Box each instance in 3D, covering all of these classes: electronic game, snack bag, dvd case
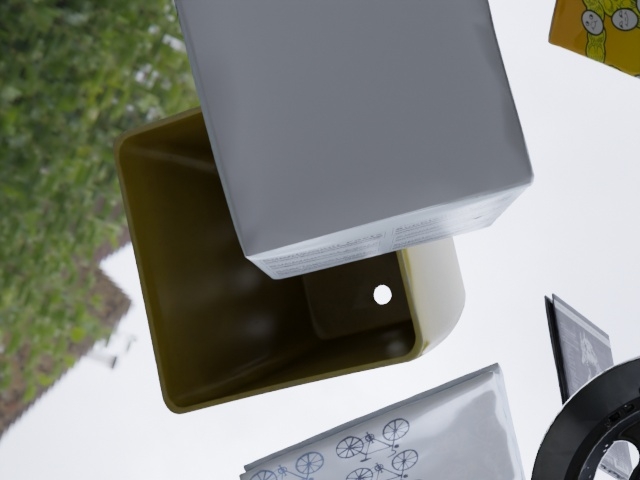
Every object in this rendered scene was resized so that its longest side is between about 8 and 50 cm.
[{"bbox_3d":[0.268,0.190,0.988,0.229,0.229,0.048,-59,180,11],"label":"electronic game"},{"bbox_3d":[0.098,0.333,1.594,0.323,0.343,0.037,-21,-148,-7],"label":"snack bag"},{"bbox_3d":[0.353,0.195,1.780,0.018,0.164,0.221,-23,-127,30],"label":"dvd case"}]

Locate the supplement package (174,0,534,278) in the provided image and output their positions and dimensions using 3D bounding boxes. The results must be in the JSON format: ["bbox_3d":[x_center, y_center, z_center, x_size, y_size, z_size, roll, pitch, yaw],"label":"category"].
[{"bbox_3d":[0.012,-0.091,0.752,0.203,0.149,0.194,73,2,-85],"label":"supplement package"}]

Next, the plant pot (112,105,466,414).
[{"bbox_3d":[0.000,0.000,1.027,0.212,0.187,0.212,-16,-98,27],"label":"plant pot"}]

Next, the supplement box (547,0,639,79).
[{"bbox_3d":[0.393,-0.202,1.073,0.356,0.194,0.195,30,-54,33],"label":"supplement box"}]
